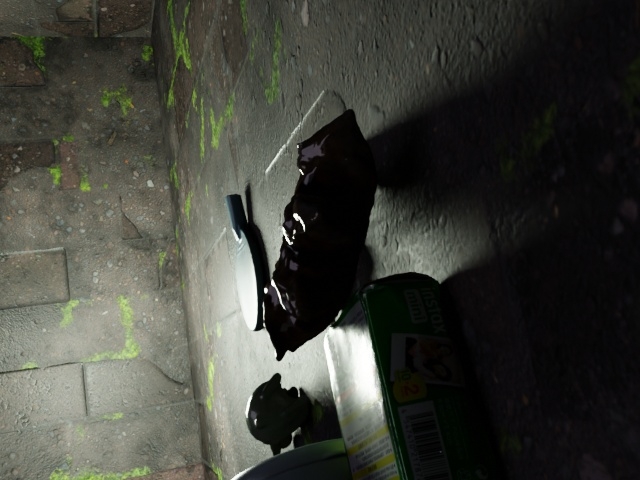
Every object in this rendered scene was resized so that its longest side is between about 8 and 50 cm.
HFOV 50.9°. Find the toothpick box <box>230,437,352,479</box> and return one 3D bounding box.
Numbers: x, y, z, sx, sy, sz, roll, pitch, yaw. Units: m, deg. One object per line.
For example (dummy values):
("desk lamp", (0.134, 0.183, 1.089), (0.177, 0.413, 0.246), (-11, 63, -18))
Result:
("toothpick box", (0.014, 0.443, 0.788), (0.263, 0.263, 0.355), (109, 148, -51))

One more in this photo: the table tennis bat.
("table tennis bat", (-0.177, 0.051, 1.584), (0.215, 0.044, 0.329), (142, 119, -70))

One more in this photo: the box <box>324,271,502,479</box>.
("box", (0.089, 0.178, 0.735), (0.180, 0.103, 0.250), (121, 142, -59))

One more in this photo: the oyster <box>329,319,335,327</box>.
("oyster", (0.010, 0.062, 1.022), (0.121, 0.045, 0.146), (168, 89, -68))

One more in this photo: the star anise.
("star anise", (0.004, -0.019, 0.804), (0.315, 0.108, 0.315), (12, -90, -87))

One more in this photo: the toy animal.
("toy animal", (-0.098, 0.353, 1.312), (0.108, 0.138, 0.236), (42, 142, 13))
